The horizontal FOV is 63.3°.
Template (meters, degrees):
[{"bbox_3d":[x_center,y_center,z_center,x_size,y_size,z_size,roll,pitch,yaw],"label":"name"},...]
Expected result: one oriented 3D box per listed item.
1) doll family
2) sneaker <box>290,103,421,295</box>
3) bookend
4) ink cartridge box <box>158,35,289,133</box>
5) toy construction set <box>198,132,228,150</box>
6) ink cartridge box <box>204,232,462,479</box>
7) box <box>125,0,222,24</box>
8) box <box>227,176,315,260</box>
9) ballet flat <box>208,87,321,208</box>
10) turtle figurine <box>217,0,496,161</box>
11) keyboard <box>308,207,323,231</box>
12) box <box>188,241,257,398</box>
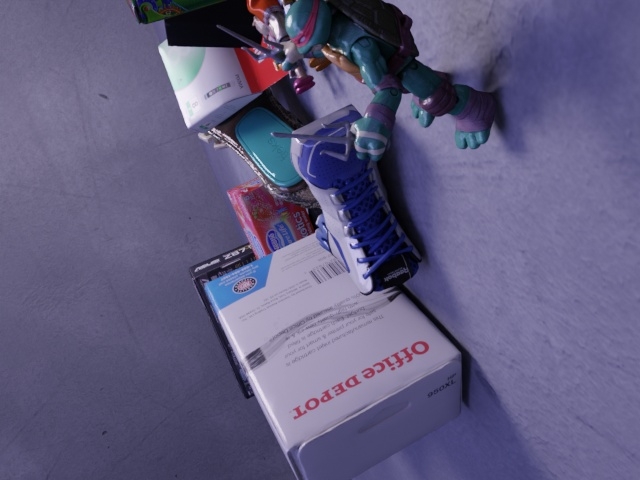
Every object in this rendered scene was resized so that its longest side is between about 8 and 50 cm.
[{"bbox_3d":[-0.038,-0.325,0.723,0.163,0.118,0.263,60,-176,1],"label":"doll family"},{"bbox_3d":[0.070,-0.031,0.755,0.182,0.127,0.315,52,167,34],"label":"sneaker"},{"bbox_3d":[-0.178,-0.408,0.859,0.072,0.157,0.156,139,126,-75],"label":"bookend"},{"bbox_3d":[-0.172,-0.325,0.926,0.056,0.225,0.181,0,-114,-61],"label":"ink cartridge box"},{"bbox_3d":[-0.240,-0.391,1.250,0.215,0.151,0.327,55,151,36],"label":"toy construction set"},{"bbox_3d":[0.008,0.180,0.892,0.395,0.286,0.166,49,159,48],"label":"ink cartridge box"},{"bbox_3d":[-0.045,-0.343,0.322,0.177,0.279,0.290,58,163,29],"label":"box"},{"bbox_3d":[-0.094,-0.019,1.179,0.123,0.128,0.256,22,137,64],"label":"box"},{"bbox_3d":[-0.134,-0.233,1.039,0.483,0.164,0.182,51,-176,24],"label":"ballet flat"},{"bbox_3d":[0.038,-0.147,0.452,0.118,0.234,0.175,-54,41,35],"label":"turtle figurine"},{"bbox_3d":[0.000,0.000,1.208,0.201,0.033,0.317,50,158,33],"label":"keyboard"},{"bbox_3d":[-0.135,0.192,1.413,0.097,0.318,0.394,37,148,65],"label":"box"}]
